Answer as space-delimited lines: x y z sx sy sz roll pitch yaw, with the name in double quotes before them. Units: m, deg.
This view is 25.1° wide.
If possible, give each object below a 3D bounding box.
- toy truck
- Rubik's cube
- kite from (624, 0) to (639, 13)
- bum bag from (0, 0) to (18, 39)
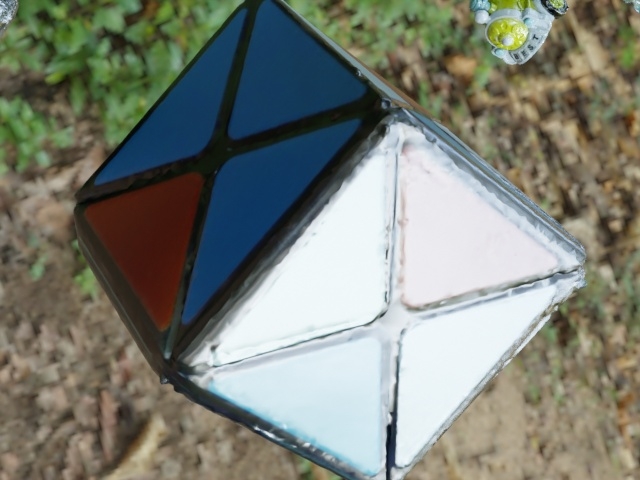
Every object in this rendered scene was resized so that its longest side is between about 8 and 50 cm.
"toy truck" 0.167 -0.211 1.265 0.077 0.076 0.111 25 47 -19
"Rubik's cube" 0.000 0.000 1.074 0.250 0.248 0.246 33 11 -38
"kite" 0.193 -0.153 0.743 0.406 0.014 0.368 51 28 2
"bum bag" -0.440 -0.275 1.325 0.340 0.144 0.095 42 12 -17
